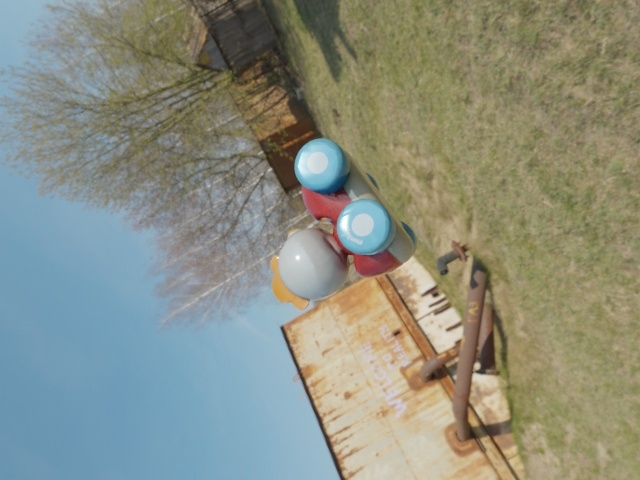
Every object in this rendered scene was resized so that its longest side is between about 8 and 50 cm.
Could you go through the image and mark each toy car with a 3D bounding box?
[{"bbox_3d":[0.000,0.000,0.668,0.210,0.238,0.219,56,-166,16],"label":"toy car"}]
